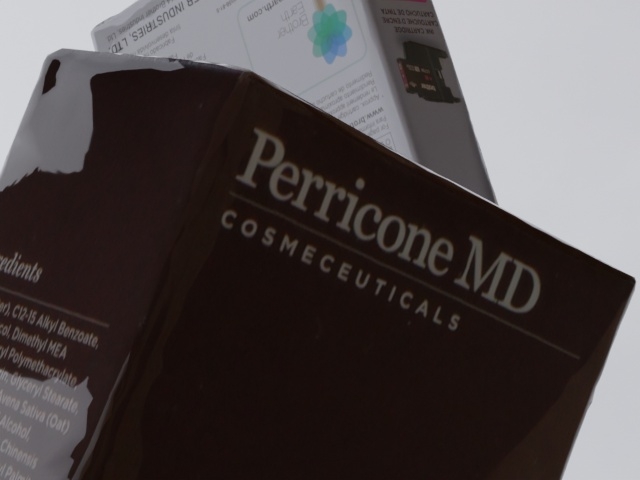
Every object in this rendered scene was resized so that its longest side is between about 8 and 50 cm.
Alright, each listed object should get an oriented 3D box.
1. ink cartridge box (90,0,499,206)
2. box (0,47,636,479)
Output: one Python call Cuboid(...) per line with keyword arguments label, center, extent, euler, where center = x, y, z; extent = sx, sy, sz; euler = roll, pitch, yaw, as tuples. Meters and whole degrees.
Cuboid(label="ink cartridge box", center=(0.000, 0.000, 0.839), extent=(0.065, 0.186, 0.311), euler=(-1, -108, -48))
Cuboid(label="box", center=(-0.057, 0.147, 0.578), extent=(0.191, 0.143, 0.381), euler=(25, -98, -35))
